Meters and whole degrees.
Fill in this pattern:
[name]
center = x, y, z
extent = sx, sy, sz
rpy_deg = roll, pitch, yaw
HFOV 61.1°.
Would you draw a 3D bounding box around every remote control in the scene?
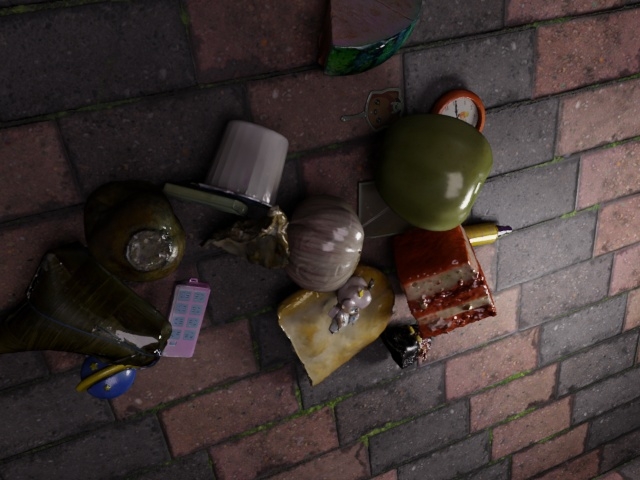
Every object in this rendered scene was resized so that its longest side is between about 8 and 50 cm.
[remote control]
center = -0.318, -0.114, 1.500
extent = 0.233, 0.098, 0.038
rpy_deg = 15, 85, 15

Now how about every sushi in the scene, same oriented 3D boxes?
[sushi]
center = 0.337, 0.388, 2.042
extent = 0.150, 0.153, 0.172
rpy_deg = -34, 131, -9

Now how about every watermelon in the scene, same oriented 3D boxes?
[watermelon]
center = 0.127, -0.570, 1.524
extent = 0.291, 0.319, 0.222
rpy_deg = -2, 148, -15

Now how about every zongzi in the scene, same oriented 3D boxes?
[zongzi]
center = -0.667, 0.278, 1.487
extent = 0.403, 0.208, 0.432
rpy_deg = 41, 97, -7

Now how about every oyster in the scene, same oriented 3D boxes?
[oyster]
center = -0.177, 0.001, 1.542
extent = 0.204, 0.396, 0.111
rpy_deg = 34, 60, -31

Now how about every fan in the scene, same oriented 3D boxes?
[fan]
center = 0.163, -0.400, 1.689
extent = 0.219, 0.009, 0.132
rpy_deg = -16, 117, -16

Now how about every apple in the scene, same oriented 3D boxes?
[apple]
center = 0.340, -0.212, 1.656
extent = 0.356, 0.357, 0.358
rpy_deg = -9, 116, -19

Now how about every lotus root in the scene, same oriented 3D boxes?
[lotus root]
center = -0.477, -0.019, 1.405
extent = 0.250, 0.346, 0.251
rpy_deg = -9, 112, -25

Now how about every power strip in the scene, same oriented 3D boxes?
[power strip]
center = -0.431, 0.250, 1.716
extent = 0.109, 0.037, 0.279
rpy_deg = 9, 109, -27

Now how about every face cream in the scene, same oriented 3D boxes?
[face cream]
center = 0.587, -0.023, 1.998
extent = 0.273, 0.078, 0.078
rpy_deg = -9, 116, -19

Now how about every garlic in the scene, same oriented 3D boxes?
[garlic]
center = 0.000, 0.000, 1.628
extent = 0.259, 0.317, 0.318
rpy_deg = 5, 114, 5

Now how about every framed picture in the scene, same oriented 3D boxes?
[framed picture]
center = 0.258, -0.116, 1.852
extent = 0.289, 0.020, 0.212
rpy_deg = -10, 116, -19

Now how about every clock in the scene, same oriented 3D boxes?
[clock]
center = 0.448, -0.394, 1.787
extent = 0.205, 0.051, 0.205
rpy_deg = -9, 116, -18

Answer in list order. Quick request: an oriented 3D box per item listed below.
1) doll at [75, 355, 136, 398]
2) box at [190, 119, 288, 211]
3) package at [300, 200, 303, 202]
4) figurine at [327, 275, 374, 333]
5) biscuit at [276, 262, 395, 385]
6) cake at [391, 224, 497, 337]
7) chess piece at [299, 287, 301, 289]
[doll]
center = -0.603, 0.328, 1.613
extent = 0.310, 0.243, 0.160
rpy_deg = -30, 155, -9
[box]
center = -0.197, -0.208, 1.473
extent = 0.262, 0.291, 0.207
rpy_deg = 16, 88, -16
[package]
center = -0.054, -0.086, 1.729
extent = 0.059, 0.029, 0.083
rpy_deg = 11, 118, -34
[figurine]
center = 0.092, 0.196, 1.724
extent = 0.137, 0.112, 0.229
rpy_deg = -9, 132, -62
[biscuit]
center = 0.058, 0.262, 1.878
extent = 0.446, 0.104, 0.429
rpy_deg = -36, 130, -6
[cake]
center = 0.409, 0.126, 1.842
extent = 0.269, 0.270, 0.320
rpy_deg = -23, 123, 16
[chess piece]
center = -0.032, 0.135, 1.821
extent = 0.067, 0.067, 0.103
rpy_deg = 13, 116, -27
